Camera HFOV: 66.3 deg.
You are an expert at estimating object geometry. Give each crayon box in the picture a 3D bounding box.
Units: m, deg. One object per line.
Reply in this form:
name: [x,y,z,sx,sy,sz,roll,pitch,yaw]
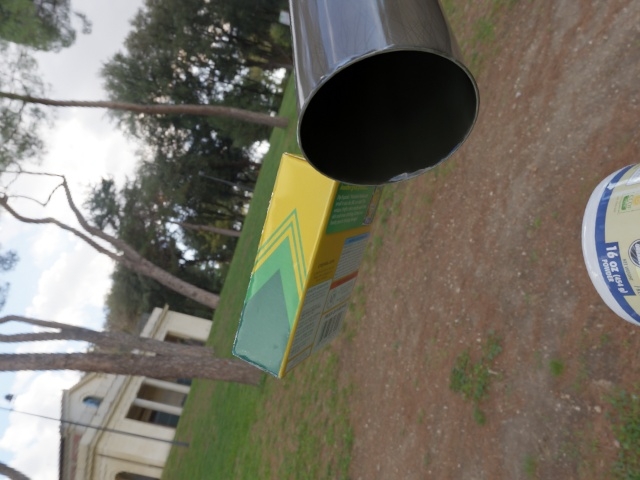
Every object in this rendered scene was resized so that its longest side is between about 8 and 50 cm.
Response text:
crayon box: [0.000,0.000,0.677,0.203,0.083,0.323,-14,-56,-65]

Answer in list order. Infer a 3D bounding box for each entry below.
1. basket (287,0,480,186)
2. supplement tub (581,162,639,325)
basket: [0.042,-0.196,0.459,0.204,0.154,0.227,56,-157,-67]
supplement tub: [0.498,-0.008,0.546,0.316,0.228,0.229,162,124,-69]
